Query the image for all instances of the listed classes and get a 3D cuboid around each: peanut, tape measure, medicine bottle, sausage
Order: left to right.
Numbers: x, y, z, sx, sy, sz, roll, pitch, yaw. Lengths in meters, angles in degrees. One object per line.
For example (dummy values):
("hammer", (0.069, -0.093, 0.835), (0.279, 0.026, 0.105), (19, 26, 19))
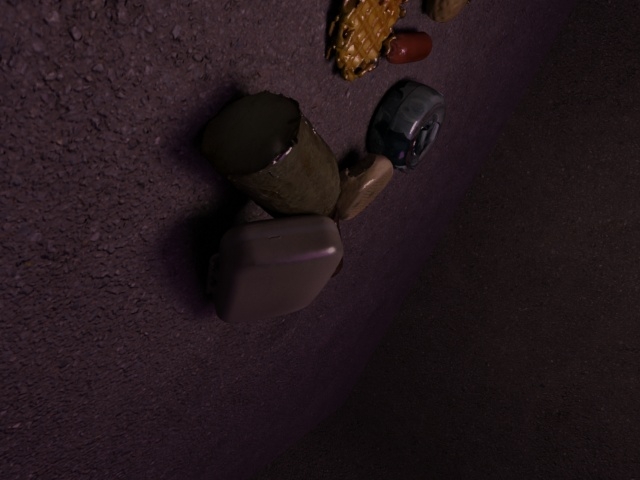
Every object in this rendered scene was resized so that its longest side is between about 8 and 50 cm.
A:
("medicine bottle", (-0.107, 0.076, 1.037), (0.283, 0.122, 0.375), (-9, 155, -21))
("sausage", (0.229, -0.499, 1.196), (0.194, 0.077, 0.077), (-27, 143, -45))
("tape measure", (0.271, -0.340, 1.386), (0.275, 0.147, 0.256), (-36, 148, -41))
("peanut", (0.311, -0.645, 1.124), (0.123, 0.124, 0.256), (-47, 162, -19))

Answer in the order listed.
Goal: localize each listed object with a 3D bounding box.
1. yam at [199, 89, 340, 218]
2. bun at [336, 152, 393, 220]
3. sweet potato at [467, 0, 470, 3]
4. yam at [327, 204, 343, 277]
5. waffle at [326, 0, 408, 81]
("yam", (-0.077, -0.151, 0.914), (0.195, 0.195, 0.300), (-55, 156, -2))
("bun", (0.103, -0.160, 1.334), (0.210, 0.116, 0.237), (-28, 159, -52))
("sweet potato", (0.477, -0.791, 1.307), (0.273, 0.067, 0.067), (-59, 156, 2))
("yam", (0.002, 0.001, 1.341), (0.131, 0.131, 0.279), (-45, 153, -23))
("waffle", (0.117, -0.492, 1.007), (0.262, 0.060, 0.280), (-40, 151, -32))
